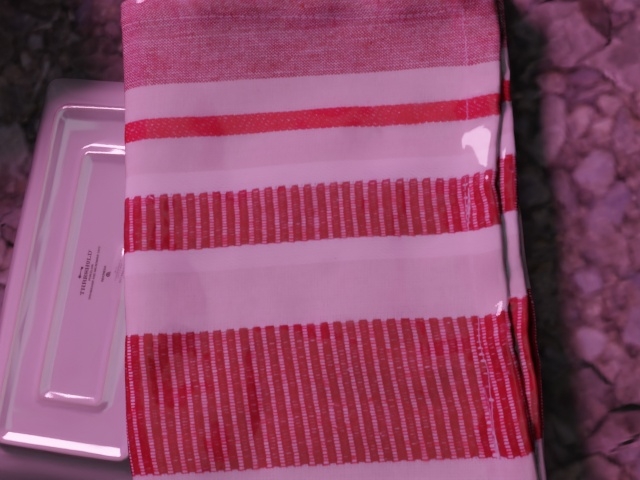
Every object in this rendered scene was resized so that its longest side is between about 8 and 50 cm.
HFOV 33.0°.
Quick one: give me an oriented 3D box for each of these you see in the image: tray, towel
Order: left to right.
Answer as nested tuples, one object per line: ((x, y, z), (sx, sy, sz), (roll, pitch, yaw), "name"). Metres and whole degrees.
((-0.138, 0.024, 0.678), (0.145, 0.030, 0.270), (5, 79, 15), "tray")
((0.000, 0.000, 0.626), (0.237, 0.037, 0.329), (-4, 77, 6), "towel")
